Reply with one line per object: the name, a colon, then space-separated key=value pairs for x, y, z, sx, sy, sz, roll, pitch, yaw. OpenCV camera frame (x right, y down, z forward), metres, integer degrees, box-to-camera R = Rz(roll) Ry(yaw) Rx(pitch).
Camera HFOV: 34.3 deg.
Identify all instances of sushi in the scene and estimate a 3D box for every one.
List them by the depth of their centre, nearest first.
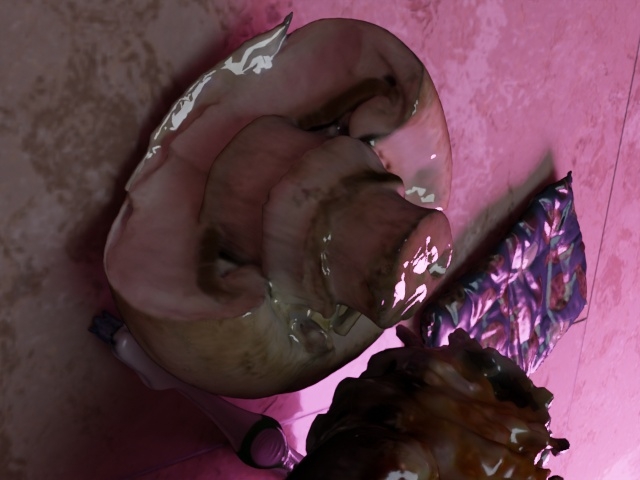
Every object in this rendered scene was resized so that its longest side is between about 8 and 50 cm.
sushi: x=0.011 y=0.242 z=0.692 sx=0.417 sy=0.175 sz=0.417 roll=-49 pitch=168 yaw=-14

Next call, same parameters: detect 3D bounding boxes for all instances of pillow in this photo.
pillow: x=0.195 y=0.070 z=1.041 sx=0.255 sy=0.034 sz=0.189 roll=-42 pitch=132 yaw=-29

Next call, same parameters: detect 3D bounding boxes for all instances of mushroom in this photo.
mushroom: x=0.000 y=0.000 z=0.677 sx=0.254 sy=0.195 sz=0.189 roll=-55 pitch=148 yaw=-14

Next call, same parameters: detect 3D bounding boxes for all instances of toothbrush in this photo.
toothbrush: x=-0.041 y=0.163 z=0.815 sx=0.042 sy=0.040 sz=0.418 roll=-56 pitch=138 yaw=-13
